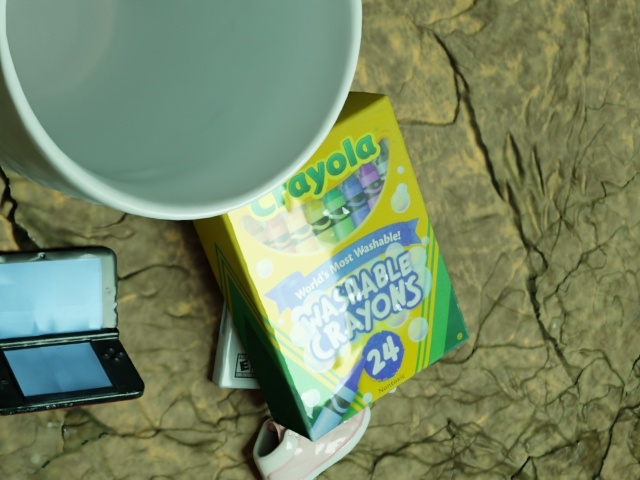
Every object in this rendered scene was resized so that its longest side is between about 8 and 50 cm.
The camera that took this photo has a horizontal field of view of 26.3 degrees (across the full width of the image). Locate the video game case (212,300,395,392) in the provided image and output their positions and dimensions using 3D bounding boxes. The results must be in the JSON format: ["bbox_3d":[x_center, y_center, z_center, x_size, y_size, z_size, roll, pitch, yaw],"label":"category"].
[{"bbox_3d":[0.001,0.054,1.369,0.212,0.023,0.193,6,96,-32],"label":"video game case"}]

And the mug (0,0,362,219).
[{"bbox_3d":[-0.147,-0.212,1.045,0.276,0.328,0.374,38,78,-32],"label":"mug"}]

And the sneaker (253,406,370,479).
[{"bbox_3d":[-0.011,0.192,1.369,0.134,0.051,0.070,-40,123,-16],"label":"sneaker"}]

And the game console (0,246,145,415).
[{"bbox_3d":[-0.231,0.077,1.192,0.144,0.124,0.085,-4,127,-32],"label":"game console"}]

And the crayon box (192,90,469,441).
[{"bbox_3d":[0.000,0.000,1.296,0.203,0.083,0.322,-31,113,-24],"label":"crayon box"}]
